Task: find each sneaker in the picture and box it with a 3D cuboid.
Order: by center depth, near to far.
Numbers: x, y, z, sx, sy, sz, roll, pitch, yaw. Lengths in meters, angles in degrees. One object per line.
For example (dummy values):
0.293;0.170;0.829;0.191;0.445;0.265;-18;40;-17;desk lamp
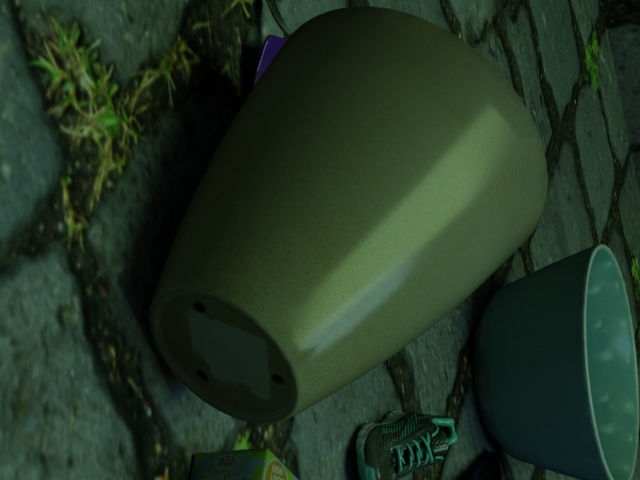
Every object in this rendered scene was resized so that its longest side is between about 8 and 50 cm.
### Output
0.088;0.203;1.350;0.166;0.076;0.065;-29;110;-65;sneaker

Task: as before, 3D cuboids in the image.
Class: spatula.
-0.042;-0.231;1.218;0.084;0.030;0.296;16;70;-63;spatula

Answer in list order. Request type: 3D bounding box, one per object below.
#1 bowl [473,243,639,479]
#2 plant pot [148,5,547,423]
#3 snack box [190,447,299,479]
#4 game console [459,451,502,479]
0.299;0.167;1.744;0.311;0.163;0.311;-7;90;-67;bowl
0.000;0.000;1.032;0.274;0.256;0.256;-49;131;-39;plant pot
-0.046;0.286;1.026;0.174;0.070;0.207;53;36;-49;snack box
0.255;0.410;1.585;0.173;0.250;0.293;-10;94;-40;game console
